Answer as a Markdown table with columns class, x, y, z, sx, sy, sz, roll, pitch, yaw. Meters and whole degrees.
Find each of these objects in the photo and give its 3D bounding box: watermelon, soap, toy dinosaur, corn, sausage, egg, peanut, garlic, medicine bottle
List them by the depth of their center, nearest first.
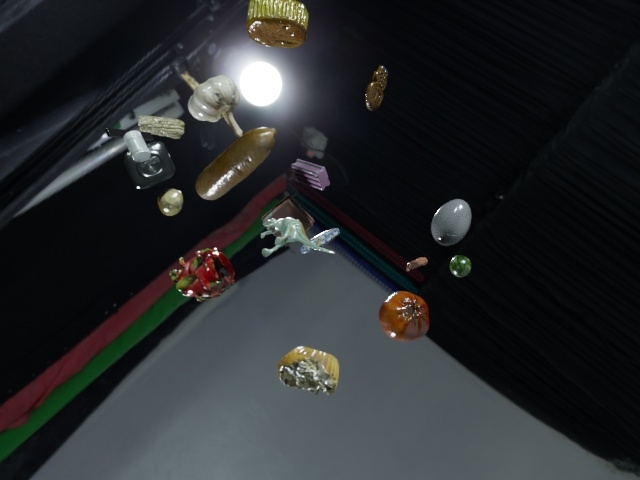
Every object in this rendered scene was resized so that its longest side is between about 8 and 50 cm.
| class | x | y | z | sx | sy | sz | roll | pitch | yaw |
| --- | --- | --- | --- | --- | --- | --- | --- | --- | --- |
| medicine bottle | -0.591 | -0.303 | 1.504 | 0.057 | 0.089 | 0.057 | -28 | -13 | -7 |
| sausage | -0.326 | -0.266 | 1.707 | 0.500 | 0.123 | 0.136 | -27 | 15 | 47 |
| garlic | -0.364 | -0.473 | 1.716 | 0.199 | 0.226 | 0.199 | -31 | 10 | 6 |
| toy dinosaur | -0.115 | -0.015 | 1.776 | 0.205 | 0.392 | 0.092 | -41 | -52 | -44 |
| egg | 0.530 | -0.073 | 1.890 | 0.146 | 0.146 | 0.199 | -27 | -38 | -65 |
| corn | -0.689 | -0.489 | 2.006 | 0.210 | 0.087 | 0.087 | -2 | -45 | -40 |
| sausage | 0.436 | 0.105 | 2.115 | 0.157 | 0.042 | 0.036 | -16 | -7 | -46 |
| watermelon | 0.642 | 0.113 | 2.135 | 0.109 | 0.109 | 0.109 | -49 | -12 | -14 |
| peanut | -0.772 | -0.196 | 2.396 | 0.129 | 0.129 | 0.224 | -46 | 7 | -26 |
| soap | -0.052 | -0.344 | 2.435 | 0.065 | 0.203 | 0.122 | -44 | -44 | -24 |

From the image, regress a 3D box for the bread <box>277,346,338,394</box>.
| class | x | y | z | sx | sy | sz | roll | pitch | yaw |
| --- | --- | --- | --- | --- | --- | --- | --- | --- | --- |
| bread | -0.048 | 0.552 | 1.997 | 0.274 | 0.274 | 0.149 | 116 | 176 | -46 |

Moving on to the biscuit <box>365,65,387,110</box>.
| class | x | y | z | sx | sy | sz | roll | pitch | yaw |
| --- | --- | --- | --- | --- | --- | --- | --- | --- | --- |
| biscuit | 0.227 | -0.605 | 1.857 | 0.124 | 0.026 | 0.175 | 13 | -83 | -61 |

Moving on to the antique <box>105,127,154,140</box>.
| class | x | y | z | sx | sy | sz | roll | pitch | yaw |
| --- | --- | --- | --- | --- | --- | --- | --- | --- | --- |
| antique | -0.664 | -0.370 | 1.631 | 0.015 | 0.031 | 0.192 | -29 | -7 | 27 |

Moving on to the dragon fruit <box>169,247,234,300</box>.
| class | x | y | z | sx | sy | sz | roll | pitch | yaw |
| --- | --- | --- | --- | --- | --- | --- | --- | --- | --- |
| dragon fruit | -0.358 | 0.105 | 1.406 | 0.172 | 0.160 | 0.167 | -30 | -46 | 4 |

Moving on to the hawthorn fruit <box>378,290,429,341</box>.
| class | x | y | z | sx | sy | sz | roll | pitch | yaw |
| --- | --- | --- | --- | --- | --- | --- | --- | --- | --- |
| hawthorn fruit | 0.353 | 0.343 | 2.031 | 0.224 | 0.224 | 0.261 | -46 | -8 | -27 |

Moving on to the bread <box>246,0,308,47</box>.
| class | x | y | z | sx | sy | sz | roll | pitch | yaw |
| --- | --- | --- | --- | --- | --- | --- | --- | --- | --- |
| bread | -0.176 | -0.896 | 1.923 | 0.227 | 0.253 | 0.143 | 138 | 142 | -78 |

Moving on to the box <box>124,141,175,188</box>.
| class | x | y | z | sx | sy | sz | roll | pitch | yaw |
| --- | --- | --- | --- | --- | --- | --- | --- | --- | --- |
| box | -0.821 | -0.365 | 2.246 | 0.212 | 0.201 | 0.042 | -26 | 4 | -26 |

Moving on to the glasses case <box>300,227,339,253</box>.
| class | x | y | z | sx | sy | sz | roll | pitch | yaw |
| --- | --- | --- | --- | --- | --- | --- | --- | --- | --- |
| glasses case | 0.000 | 0.000 | 2.473 | 0.248 | 0.065 | 0.087 | -28 | -2 | -32 |

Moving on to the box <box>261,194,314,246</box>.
| class | x | y | z | sx | sy | sz | roll | pitch | yaw |
| --- | --- | --- | --- | --- | --- | --- | --- | --- | --- |
| box | -0.181 | -0.107 | 2.572 | 0.215 | 0.215 | 0.086 | -38 | 22 | 15 |
